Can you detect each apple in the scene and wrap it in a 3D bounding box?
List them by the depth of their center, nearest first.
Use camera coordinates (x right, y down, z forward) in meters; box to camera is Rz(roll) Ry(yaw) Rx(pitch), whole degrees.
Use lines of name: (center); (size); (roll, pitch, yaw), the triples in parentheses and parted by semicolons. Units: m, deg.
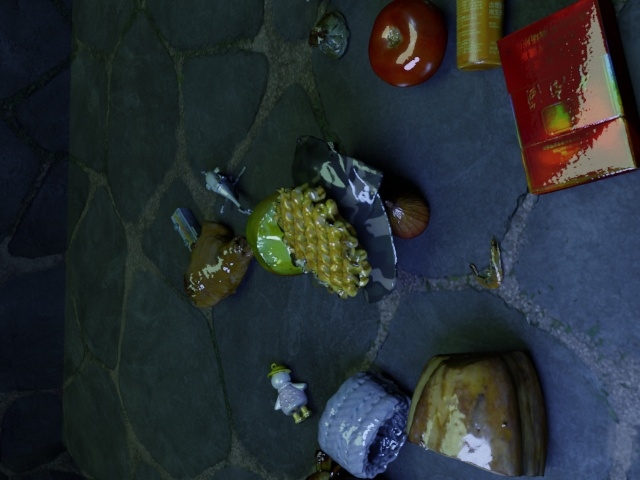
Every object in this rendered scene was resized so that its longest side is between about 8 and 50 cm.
apple: (-0.082, -0.017, 1.580); (0.246, 0.226, 0.246); (53, 158, 33)

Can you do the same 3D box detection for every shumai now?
shumai: (0.011, -0.541, 1.525); (0.099, 0.087, 0.124); (-28, 74, 47)

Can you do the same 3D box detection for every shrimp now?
shrimp: (0.363, 0.050, 1.283); (0.083, 0.023, 0.114); (6, 104, 49)

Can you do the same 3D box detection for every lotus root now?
lotus root: (0.303, 0.343, 1.209); (0.316, 0.316, 0.250); (-3, 78, 47)

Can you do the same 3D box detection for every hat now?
hat: (0.048, -0.049, 1.388); (0.366, 0.257, 0.382); (-136, 51, -85)

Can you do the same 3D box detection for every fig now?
fig: (0.190, -0.053, 1.362); (0.119, 0.153, 0.119); (8, 109, 24)

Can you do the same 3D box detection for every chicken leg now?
chicken leg: (-0.321, 0.030, 1.935); (0.409, 0.182, 0.295); (-38, 52, 34)

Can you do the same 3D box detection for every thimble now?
thimble: (0.118, 0.466, 1.477); (0.157, 0.217, 0.246); (28, 97, 38)

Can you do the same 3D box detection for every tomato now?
tomato: (0.198, -0.441, 1.303); (0.195, 0.136, 0.195); (6, 98, 44)

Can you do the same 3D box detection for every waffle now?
waffle: (-0.004, 0.002, 1.335); (0.329, 0.062, 0.329); (41, 153, 26)

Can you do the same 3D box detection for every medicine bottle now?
medicine bottle: (0.328, -0.452, 1.192); (0.096, 0.096, 0.192); (6, 100, 46)

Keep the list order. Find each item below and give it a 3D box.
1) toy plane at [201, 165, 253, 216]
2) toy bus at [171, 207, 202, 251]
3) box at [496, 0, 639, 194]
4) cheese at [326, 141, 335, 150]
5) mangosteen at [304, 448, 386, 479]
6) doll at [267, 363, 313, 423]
toy plane: (-0.305, -0.147, 1.892); (0.182, 0.107, 0.273); (-44, 51, 28)
toy bus: (-0.483, -0.036, 2.154); (0.075, 0.064, 0.190); (-52, 59, 24)
box: (0.463, -0.259, 1.082); (0.197, 0.089, 0.314); (-15, 85, 46)
cheese: (0.035, -0.173, 1.590); (0.097, 0.037, 0.192); (-1, 96, 46)
mangosteen: (0.065, 0.724, 1.499); (0.293, 0.297, 0.297); (34, 130, -9)
doll: (-0.101, 0.468, 1.800); (0.129, 0.081, 0.207); (-41, 61, 11)
